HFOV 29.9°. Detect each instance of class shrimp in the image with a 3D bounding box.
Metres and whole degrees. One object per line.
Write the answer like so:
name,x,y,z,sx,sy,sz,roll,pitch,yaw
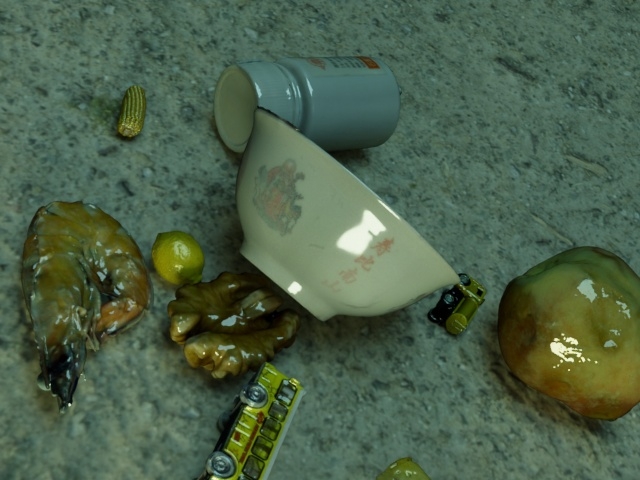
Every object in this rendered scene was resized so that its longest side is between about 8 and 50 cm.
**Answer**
shrimp,-0.269,0.075,1.395,0.164,0.062,0.317,14,42,-23

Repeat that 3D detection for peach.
peach,0.353,0.133,1.619,0.214,0.214,0.235,-21,81,-41

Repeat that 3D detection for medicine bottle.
medicine bottle,-0.018,-0.196,1.735,0.252,0.144,0.144,-9,56,-38

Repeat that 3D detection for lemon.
lemon,-0.176,0.023,1.496,0.083,0.062,0.062,52,44,2

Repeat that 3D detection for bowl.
bowl,0.000,0.000,1.513,0.345,0.345,0.157,39,87,7

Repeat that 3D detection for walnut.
walnut,-0.108,0.107,1.453,0.170,0.069,0.143,-18,59,-43

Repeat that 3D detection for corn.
corn,-0.259,-0.178,1.654,0.037,0.037,0.092,15,45,-18

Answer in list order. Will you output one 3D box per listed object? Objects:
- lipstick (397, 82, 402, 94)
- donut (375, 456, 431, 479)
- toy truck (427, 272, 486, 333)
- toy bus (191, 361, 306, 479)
lipstick,0.077,-0.238,1.917,0.107,0.025,0.025,-5,52,-26
donut,0.068,0.340,1.289,0.152,0.101,0.259,34,34,30
toy truck,0.193,0.087,1.664,0.054,0.049,0.083,38,43,5
toy bus,-0.089,0.239,1.330,0.074,0.081,0.226,30,42,-4
